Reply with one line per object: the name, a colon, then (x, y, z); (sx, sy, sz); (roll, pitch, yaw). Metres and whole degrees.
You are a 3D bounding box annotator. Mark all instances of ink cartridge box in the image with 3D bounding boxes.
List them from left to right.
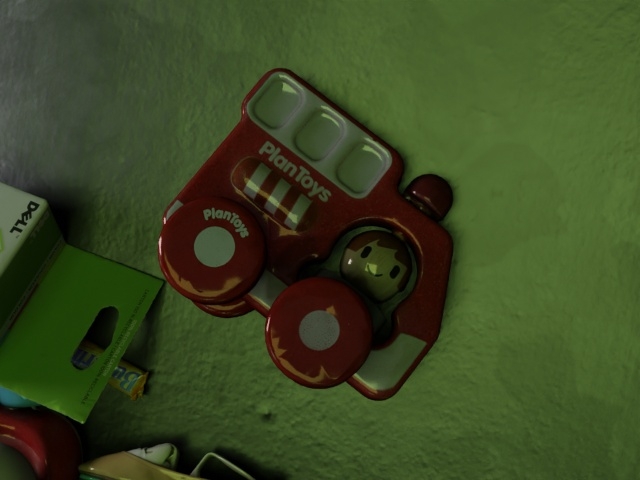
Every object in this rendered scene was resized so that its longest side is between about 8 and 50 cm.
ink cartridge box: (-0.325, 0.051, 0.972); (0.255, 0.097, 0.189); (21, 63, 10)

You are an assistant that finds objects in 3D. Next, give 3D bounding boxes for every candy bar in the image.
candy bar: (-0.266, 0.132, 1.047); (0.161, 0.018, 0.040); (27, 100, 10)

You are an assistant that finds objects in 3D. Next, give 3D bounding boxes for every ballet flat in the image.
ballet flat: (-0.150, 0.264, 1.014); (0.232, 0.080, 0.073); (16, 70, 9)

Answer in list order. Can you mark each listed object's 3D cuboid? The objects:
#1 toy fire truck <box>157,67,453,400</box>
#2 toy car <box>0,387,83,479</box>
toy fire truck: (0.000, 0.000, 0.916); (0.302, 0.169, 0.254); (37, 82, 7)
toy car: (-0.368, 0.255, 0.950); (0.210, 0.238, 0.219); (-1, 95, -5)
